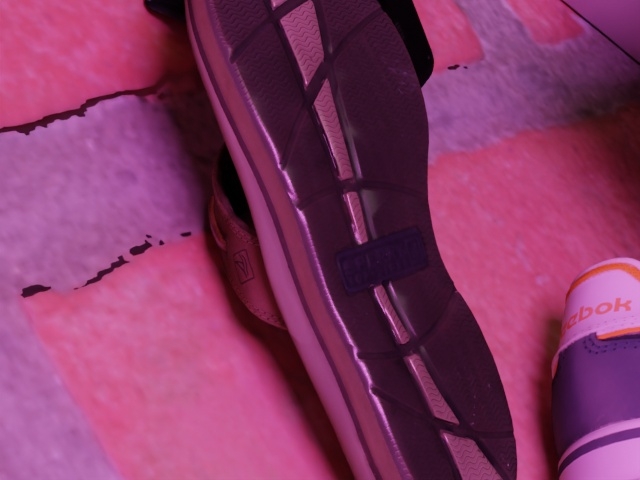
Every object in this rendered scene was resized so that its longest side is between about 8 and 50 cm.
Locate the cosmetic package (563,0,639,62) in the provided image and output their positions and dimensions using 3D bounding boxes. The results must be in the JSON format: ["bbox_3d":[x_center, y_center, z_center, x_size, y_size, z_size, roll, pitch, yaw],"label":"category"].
[{"bbox_3d":[0.310,-0.245,1.024,0.197,0.155,0.365,36,58,-10],"label":"cosmetic package"}]

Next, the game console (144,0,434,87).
[{"bbox_3d":[-0.010,-0.097,0.798,0.122,0.071,0.107,-52,126,-50],"label":"game console"}]

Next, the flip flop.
[{"bbox_3d":[0.000,0.000,0.682,0.112,0.080,0.277,-13,81,-48],"label":"flip flop"}]

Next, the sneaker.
[{"bbox_3d":[0.247,0.088,0.773,0.321,0.126,0.127,17,53,-28],"label":"sneaker"}]
